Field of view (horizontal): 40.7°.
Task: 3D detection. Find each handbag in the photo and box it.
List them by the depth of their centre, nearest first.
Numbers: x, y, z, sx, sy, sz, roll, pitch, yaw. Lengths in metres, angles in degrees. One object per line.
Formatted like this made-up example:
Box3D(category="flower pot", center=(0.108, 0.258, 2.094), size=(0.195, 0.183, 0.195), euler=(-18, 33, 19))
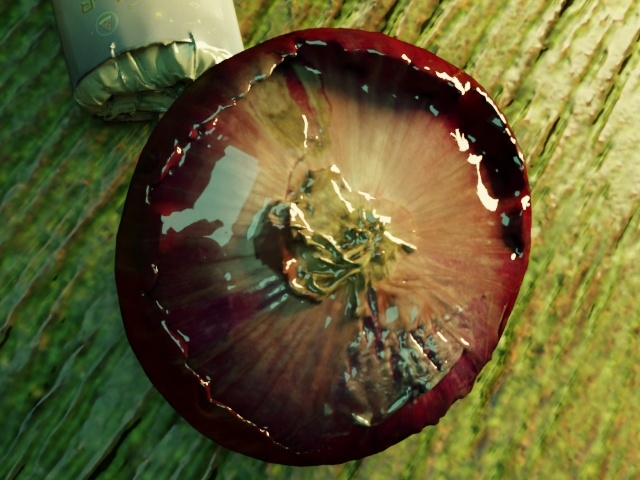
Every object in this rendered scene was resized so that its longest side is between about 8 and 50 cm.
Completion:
Box3D(category="handbag", center=(-0.112, -0.151, 0.556), size=(0.117, 0.095, 0.173), euler=(-15, 74, -8))

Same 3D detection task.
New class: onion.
Box3D(category="onion", center=(0.005, 0.003, 0.494), size=(0.248, 0.161, 0.248), euler=(0, 83, 0))
